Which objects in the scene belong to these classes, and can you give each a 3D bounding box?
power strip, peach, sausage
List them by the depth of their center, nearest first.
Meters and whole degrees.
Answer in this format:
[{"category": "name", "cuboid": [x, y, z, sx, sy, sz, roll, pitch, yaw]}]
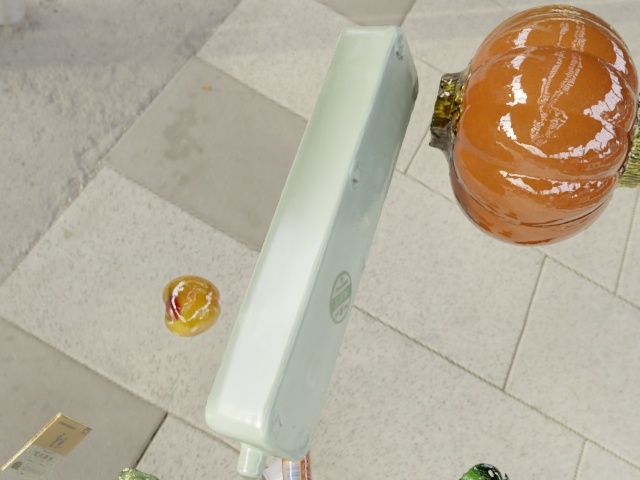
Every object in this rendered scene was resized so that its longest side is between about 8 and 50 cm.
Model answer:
[{"category": "power strip", "cuboid": [0.001, 0.000, 0.588, 0.062, 0.091, 0.386, 9, 68, 25]}, {"category": "sausage", "cuboid": [-0.048, 0.337, 1.303, 0.053, 0.053, 0.348, 4, 57, -16]}, {"category": "peach", "cuboid": [-0.287, 0.145, 1.614, 0.138, 0.138, 0.138, 8, 59, -13]}]

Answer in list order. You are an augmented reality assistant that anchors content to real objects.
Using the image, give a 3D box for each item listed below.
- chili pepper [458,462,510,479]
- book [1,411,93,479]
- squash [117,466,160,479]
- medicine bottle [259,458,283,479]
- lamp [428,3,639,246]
[{"category": "chili pepper", "cuboid": [0.367, 0.499, 1.082, 0.384, 0.213, 0.167, 32, 75, 35]}, {"category": "book", "cuboid": [-0.610, 0.466, 1.621, 0.172, 0.118, 0.012, -44, 54, -6]}, {"category": "squash", "cuboid": [-0.199, 0.331, 0.878, 0.132, 0.105, 0.105, 28, 56, 2]}, {"category": "medicine bottle", "cuboid": [-0.124, 0.541, 1.349, 0.273, 0.165, 0.165, -35, 75, -14]}, {"category": "lamp", "cuboid": [0.201, -0.103, 0.671, 0.196, 0.223, 0.223, 13, 56, 11]}]
